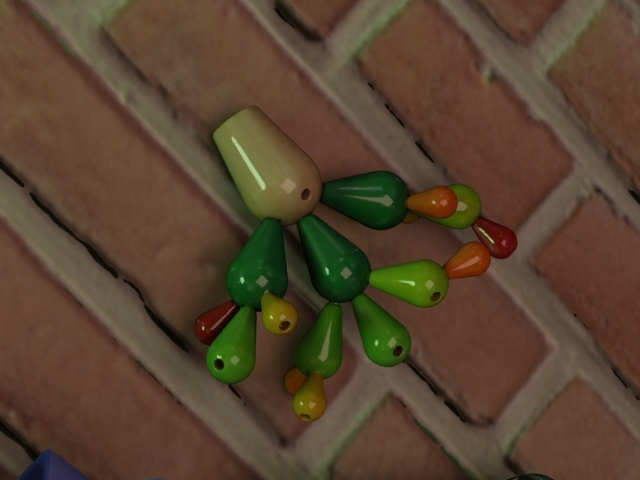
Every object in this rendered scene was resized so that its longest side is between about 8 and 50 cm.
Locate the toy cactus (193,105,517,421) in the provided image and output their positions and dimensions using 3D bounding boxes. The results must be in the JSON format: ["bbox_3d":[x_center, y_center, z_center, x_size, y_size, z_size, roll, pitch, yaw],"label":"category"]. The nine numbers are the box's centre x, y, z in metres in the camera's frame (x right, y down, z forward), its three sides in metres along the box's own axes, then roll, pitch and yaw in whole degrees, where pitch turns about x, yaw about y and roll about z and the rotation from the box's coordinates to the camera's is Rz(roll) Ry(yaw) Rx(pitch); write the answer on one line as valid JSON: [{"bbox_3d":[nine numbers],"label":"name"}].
[{"bbox_3d":[0.000,0.000,1.112,0.219,0.112,0.180,-33,83,-17],"label":"toy cactus"}]

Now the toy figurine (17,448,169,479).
[{"bbox_3d":[-0.127,0.227,0.952,0.217,0.191,0.362,-45,114,10],"label":"toy figurine"}]

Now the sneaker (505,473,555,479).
[{"bbox_3d":[0.087,0.192,1.135,0.302,0.108,0.121,26,79,-29],"label":"sneaker"}]
